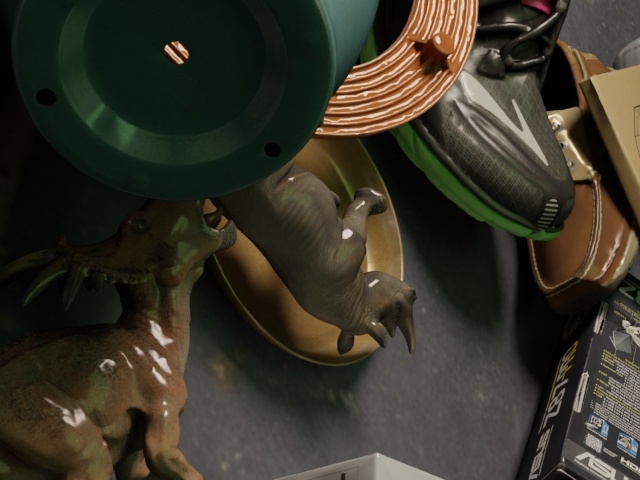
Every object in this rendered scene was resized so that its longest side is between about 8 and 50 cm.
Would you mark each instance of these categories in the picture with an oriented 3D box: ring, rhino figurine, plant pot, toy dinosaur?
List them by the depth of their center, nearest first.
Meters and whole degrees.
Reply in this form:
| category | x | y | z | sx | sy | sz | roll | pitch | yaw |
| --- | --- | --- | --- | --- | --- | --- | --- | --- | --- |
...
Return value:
| category | x | y | z | sx | sy | sz | roll | pitch | yaw |
| --- | --- | --- | --- | --- | --- | --- | --- | --- | --- |
| toy dinosaur | -0.158 | 0.093 | 0.922 | 0.296 | 0.127 | 0.200 | -39 | 104 | -47 |
| plant pot | -0.084 | -0.162 | 0.953 | 0.271 | 0.272 | 0.255 | 47 | 22 | -26 |
| rhino figurine | 0.000 | 0.000 | 1.145 | 0.243 | 0.073 | 0.106 | 52 | 47 | -23 |
| plant pot | -0.021 | -0.012 | 1.211 | 0.236 | 0.032 | 0.236 | 24 | 56 | -41 |
| ring | -0.014 | -0.239 | 1.233 | 0.337 | 0.032 | 0.336 | 11 | 64 | -24 |

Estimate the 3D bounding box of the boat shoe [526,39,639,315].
| category | x | y | z | sx | sy | sz | roll | pitch | yaw |
| --- | --- | --- | --- | --- | --- | --- | --- | --- | --- |
| boat shoe | 0.232 | -0.072 | 1.490 | 0.120 | 0.122 | 0.324 | 38 | 38 | -26 |

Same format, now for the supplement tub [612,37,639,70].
| category | x | y | z | sx | sy | sz | roll | pitch | yaw |
| --- | --- | --- | --- | --- | --- | --- | --- | --- | --- |
| supplement tub | 0.383 | -0.123 | 1.685 | 0.117 | 0.117 | 0.190 | 30 | 51 | -39 |

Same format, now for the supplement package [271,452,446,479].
| category | x | y | z | sx | sy | sz | roll | pitch | yaw |
| --- | --- | --- | --- | --- | --- | --- | --- | --- | --- |
| supplement package | 0.069 | 0.289 | 1.079 | 0.262 | 0.145 | 0.204 | 28 | 53 | -41 |

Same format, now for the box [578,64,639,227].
| category | x | y | z | sx | sy | sz | roll | pitch | yaw |
| --- | --- | --- | --- | --- | --- | --- | --- | --- | --- |
| box | 0.319 | -0.069 | 1.469 | 0.164 | 0.021 | 0.201 | -19 | 86 | -61 |

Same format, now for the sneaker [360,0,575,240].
| category | x | y | z | sx | sy | sz | roll | pitch | yaw |
| --- | --- | --- | --- | --- | --- | --- | --- | --- | --- |
| sneaker | 0.148 | -0.235 | 1.384 | 0.185 | 0.202 | 0.482 | 5 | 69 | -49 |

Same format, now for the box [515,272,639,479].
| category | x | y | z | sx | sy | sz | roll | pitch | yaw |
| --- | --- | --- | --- | --- | --- | --- | --- | --- | --- |
| box | 0.377 | 0.230 | 1.373 | 0.395 | 0.097 | 0.318 | 33 | 38 | -3 |
